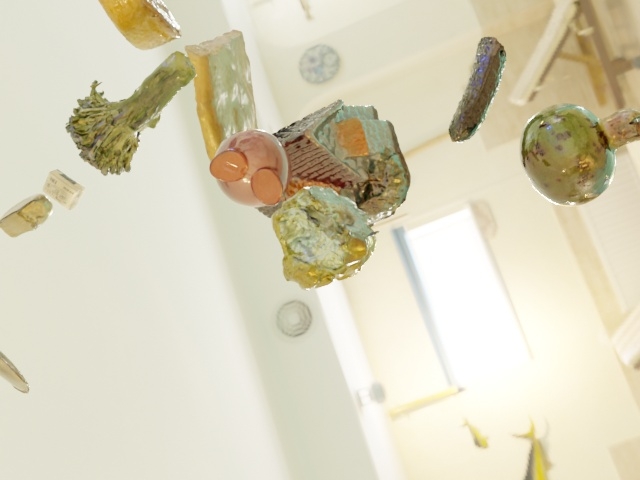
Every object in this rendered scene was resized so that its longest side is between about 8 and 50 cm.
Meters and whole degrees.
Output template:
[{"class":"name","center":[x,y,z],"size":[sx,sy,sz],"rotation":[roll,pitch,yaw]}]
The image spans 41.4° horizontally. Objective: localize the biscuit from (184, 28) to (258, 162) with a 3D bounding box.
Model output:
[{"class":"biscuit","center":[-0.264,-0.391,2.445],"size":[0.429,0.104,0.445],"rotation":[-52,-45,-75]}]

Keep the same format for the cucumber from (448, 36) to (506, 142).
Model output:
[{"class":"cucumber","center":[0.296,-0.275,1.585],"size":[0.067,0.067,0.245],"rotation":[56,-132,-52]}]

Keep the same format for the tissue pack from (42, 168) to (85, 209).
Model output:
[{"class":"tissue pack","center":[-0.599,-0.119,1.973],"size":[0.083,0.062,0.042],"rotation":[34,-156,6]}]

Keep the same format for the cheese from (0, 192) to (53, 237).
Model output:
[{"class":"cheese","center":[-0.543,-0.042,1.536],"size":[0.092,0.171,0.047],"rotation":[-46,-66,-38]}]

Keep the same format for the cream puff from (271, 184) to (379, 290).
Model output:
[{"class":"cream puff","center":[-0.001,0.001,1.220],"size":[0.121,0.156,0.156],"rotation":[15,-126,-70]}]

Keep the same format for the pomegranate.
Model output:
[{"class":"pomegranate","center":[0.447,-0.154,1.454],"size":[0.179,0.211,0.179],"rotation":[168,90,-89]}]

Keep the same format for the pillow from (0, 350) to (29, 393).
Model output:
[{"class":"pillow","center":[-0.702,0.239,1.793],"size":[0.233,0.038,0.131],"rotation":[44,149,-3]}]

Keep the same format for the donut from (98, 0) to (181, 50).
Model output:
[{"class":"donut","center":[-0.406,-0.523,1.776],"size":[0.277,0.109,0.277],"rotation":[59,-177,-4]}]

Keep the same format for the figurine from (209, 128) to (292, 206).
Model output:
[{"class":"figurine","center":[-0.144,-0.154,1.790],"size":[0.173,0.173,0.173],"rotation":[-21,-90,-80]}]

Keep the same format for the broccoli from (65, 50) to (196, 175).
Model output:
[{"class":"broccoli","center":[-0.355,-0.256,1.637],"size":[0.165,0.304,0.145],"rotation":[38,-150,-31]}]

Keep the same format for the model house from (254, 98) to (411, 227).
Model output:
[{"class":"model house","center":[-0.031,-0.167,2.032],"size":[0.339,0.360,0.297],"rotation":[2,-107,-49]}]
